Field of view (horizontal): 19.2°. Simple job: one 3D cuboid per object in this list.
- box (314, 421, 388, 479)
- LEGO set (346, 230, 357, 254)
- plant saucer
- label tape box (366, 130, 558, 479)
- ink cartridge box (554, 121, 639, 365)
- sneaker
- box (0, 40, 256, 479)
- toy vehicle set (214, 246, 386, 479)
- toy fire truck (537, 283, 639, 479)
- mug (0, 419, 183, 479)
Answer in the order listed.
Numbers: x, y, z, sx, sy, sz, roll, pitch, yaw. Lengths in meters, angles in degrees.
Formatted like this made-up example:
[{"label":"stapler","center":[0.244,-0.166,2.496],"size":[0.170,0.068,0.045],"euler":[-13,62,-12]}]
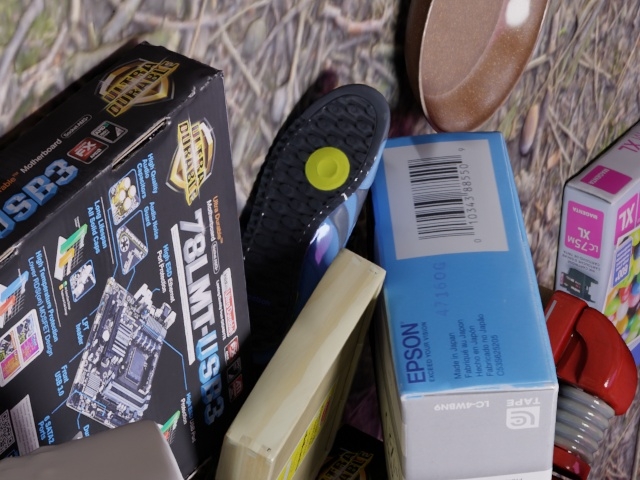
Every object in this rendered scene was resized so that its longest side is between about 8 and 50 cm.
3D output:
[{"label":"box","center":[-0.018,0.344,1.560],"size":[0.257,0.079,0.322],"euler":[-44,144,-33]},{"label":"LEGO set","center":[0.001,-0.003,1.403],"size":[0.054,0.023,0.083],"euler":[-55,136,-25]},{"label":"plant saucer","center":[0.117,-0.177,1.454],"size":[0.198,0.036,0.198],"euler":[-38,140,-41]},{"label":"label tape box","center":[0.098,0.127,1.425],"size":[0.347,0.115,0.249],"euler":[90,-5,-46]},{"label":"ink cartridge box","center":[0.301,0.042,1.907],"size":[0.186,0.065,0.311],"euler":[-38,142,-42]},{"label":"sneaker","center":[-0.009,-0.011,1.335],"size":[0.209,0.069,0.082],"euler":[-65,164,-4]},{"label":"box","center":[-0.156,0.078,1.131],"size":[0.293,0.073,0.295],"euler":[-46,147,-37]},{"label":"toy vehicle set","center":[-0.026,0.142,1.335],"size":[0.166,0.035,0.267],"euler":[-57,170,-33]},{"label":"toy fire truck","center":[0.221,0.165,1.658],"size":[0.217,0.246,0.158],"euler":[-61,152,-11]},{"label":"mug","center":[-0.186,0.293,0.888],"size":[0.328,0.374,0.276],"euler":[-16,132,-10]}]
